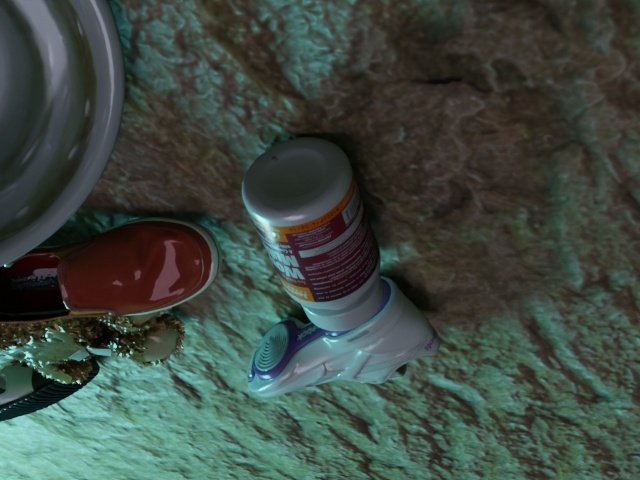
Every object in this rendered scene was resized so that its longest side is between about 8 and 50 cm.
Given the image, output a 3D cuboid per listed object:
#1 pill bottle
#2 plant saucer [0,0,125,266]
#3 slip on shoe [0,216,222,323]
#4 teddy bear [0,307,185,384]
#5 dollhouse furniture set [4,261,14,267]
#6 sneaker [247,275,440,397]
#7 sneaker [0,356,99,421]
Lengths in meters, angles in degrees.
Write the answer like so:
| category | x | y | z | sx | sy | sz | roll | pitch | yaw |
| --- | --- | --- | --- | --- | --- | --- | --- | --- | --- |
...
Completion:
| category | x | y | z | sx | sy | sz | roll | pitch | yaw |
| --- | --- | --- | --- | --- | --- | --- | --- | --- | --- |
| pill bottle | 0.000 | 0.000 | 1.070 | 0.121 | 0.121 | 0.221 | -2 | 139 | 18 |
| plant saucer | -0.390 | -0.152 | 0.896 | 0.400 | 0.100 | 0.401 | -13 | 121 | -23 |
| slip on shoe | -0.283 | 0.047 | 1.175 | 0.331 | 0.101 | 0.123 | -8 | 102 | 8 |
| teddy bear | -0.357 | 0.108 | 1.335 | 0.337 | 0.113 | 0.245 | -15 | 141 | 19 |
| dollhouse furniture set | -0.571 | 0.055 | 1.099 | 0.303 | 0.355 | 0.174 | 33 | 160 | 44 |
| sneaker | 0.023 | 0.160 | 1.268 | 0.152 | 0.114 | 0.305 | 37 | 136 | -27 |
| sneaker | -0.513 | 0.213 | 1.487 | 0.330 | 0.146 | 0.122 | -20 | 165 | 3 |
